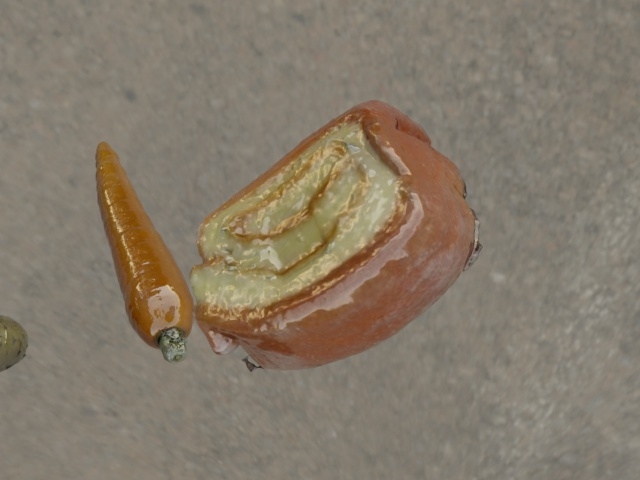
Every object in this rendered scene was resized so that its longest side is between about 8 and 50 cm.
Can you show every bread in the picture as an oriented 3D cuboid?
[{"bbox_3d":[0.004,0.009,1.041,0.244,0.123,0.190,-40,47,8],"label":"bread"}]

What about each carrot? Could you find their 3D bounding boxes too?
[{"bbox_3d":[-0.189,0.000,1.327,0.069,0.069,0.336,-24,49,-3],"label":"carrot"}]

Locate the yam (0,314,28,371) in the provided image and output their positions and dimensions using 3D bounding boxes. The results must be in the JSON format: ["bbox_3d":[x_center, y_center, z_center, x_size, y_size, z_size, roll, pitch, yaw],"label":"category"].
[{"bbox_3d":[-0.350,0.107,1.178,0.067,0.317,0.071,45,97,5],"label":"yam"}]
